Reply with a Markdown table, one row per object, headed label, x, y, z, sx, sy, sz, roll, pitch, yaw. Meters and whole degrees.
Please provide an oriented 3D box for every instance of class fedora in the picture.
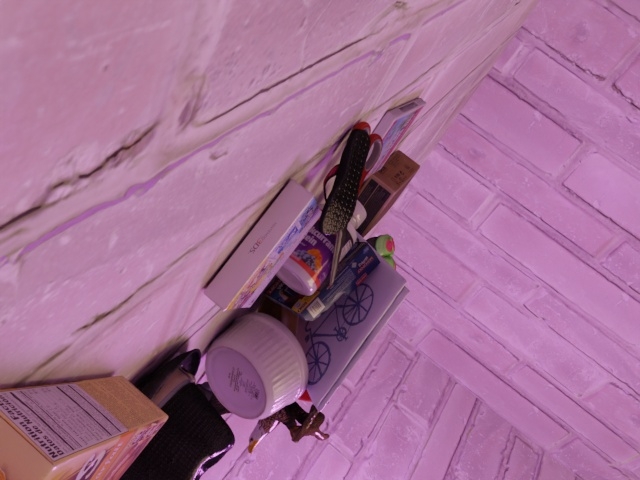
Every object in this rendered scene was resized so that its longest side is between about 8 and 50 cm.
| label | x | y | z | sx | sy | sz | roll | pitch | yaw |
| --- | --- | --- | --- | --- | --- | --- | --- | --- | --- |
| fedora | -0.236 | 0.330 | 0.923 | 0.334 | 0.152 | 0.334 | -54 | 174 | -8 |

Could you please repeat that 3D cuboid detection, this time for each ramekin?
| label | x | y | z | sx | sy | sz | roll | pitch | yaw |
| --- | --- | --- | --- | --- | --- | --- | --- | --- | --- |
| ramekin | -0.137 | 0.259 | 1.187 | 0.109 | 0.207 | 0.207 | -29 | 158 | -50 |

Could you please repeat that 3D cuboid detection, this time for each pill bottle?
| label | x | y | z | sx | sy | sz | roll | pitch | yaw |
| --- | --- | --- | --- | --- | --- | --- | --- | --- | --- |
| pill bottle | 0.000 | 0.000 | 1.111 | 0.193 | 0.108 | 0.108 | -50 | 173 | -21 |

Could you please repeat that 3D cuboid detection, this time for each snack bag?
| label | x | y | z | sx | sy | sz | roll | pitch | yaw |
| --- | --- | --- | --- | --- | --- | --- | --- | --- | --- |
| snack bag | 0.018 | 0.136 | 1.272 | 0.323 | 0.037 | 0.342 | -57 | -146 | 12 |

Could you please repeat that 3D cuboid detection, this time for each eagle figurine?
| label | x | y | z | sx | sy | sz | roll | pitch | yaw |
| --- | --- | --- | --- | --- | --- | --- | --- | --- | --- |
| eagle figurine | -0.144 | 0.401 | 1.437 | 0.225 | 0.298 | 0.226 | -42 | 142 | -40 |

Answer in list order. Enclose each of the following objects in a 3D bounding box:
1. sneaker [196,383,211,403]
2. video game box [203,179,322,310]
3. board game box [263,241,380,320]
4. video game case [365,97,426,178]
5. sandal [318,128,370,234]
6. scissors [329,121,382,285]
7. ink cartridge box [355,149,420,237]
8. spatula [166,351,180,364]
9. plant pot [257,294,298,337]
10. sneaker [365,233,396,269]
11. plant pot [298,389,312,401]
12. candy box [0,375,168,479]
| label | x | y | z | sx | sy | sz | roll | pitch | yaw |
| --- | --- | --- | --- | --- | --- | --- | --- | --- | --- |
| sneaker | -0.303 | 0.424 | 1.358 | 0.130 | 0.109 | 0.286 | -55 | 179 | -39 |
| video game box | -0.080 | 0.014 | 0.902 | 0.205 | 0.048 | 0.187 | -52 | 176 | -2 |
| board game box | -0.012 | 0.070 | 1.198 | 0.194 | 0.060 | 0.194 | -45 | -150 | -16 |
| video game case | 0.137 | -0.210 | 1.296 | 0.204 | 0.025 | 0.285 | -55 | 173 | 28 |
| sandal | 0.033 | -0.092 | 0.939 | 0.067 | 0.040 | 0.179 | 31 | 74 | -53 |
| scissors | 0.039 | -0.057 | 1.018 | 0.109 | 0.021 | 0.297 | -1 | 114 | -61 |
| ink cartridge box | 0.166 | -0.129 | 1.660 | 0.193 | 0.088 | 0.235 | -55 | 174 | 34 |
| spatula | -0.300 | 0.286 | 0.975 | 0.242 | 0.019 | 0.168 | -50 | 172 | -15 |
| plant pot | -0.109 | 0.202 | 1.318 | 0.236 | 0.032 | 0.236 | -45 | -142 | 52 |
| sneaker | 0.076 | 0.094 | 1.613 | 0.483 | 0.202 | 0.185 | 136 | -47 | -72 |
| plant pot | -0.056 | 0.260 | 1.600 | 0.243 | 0.275 | 0.275 | -59 | 179 | -34 |
| candy box | -0.270 | 0.228 | 0.554 | 0.183 | 0.087 | 0.316 | -51 | 174 | -8 |
